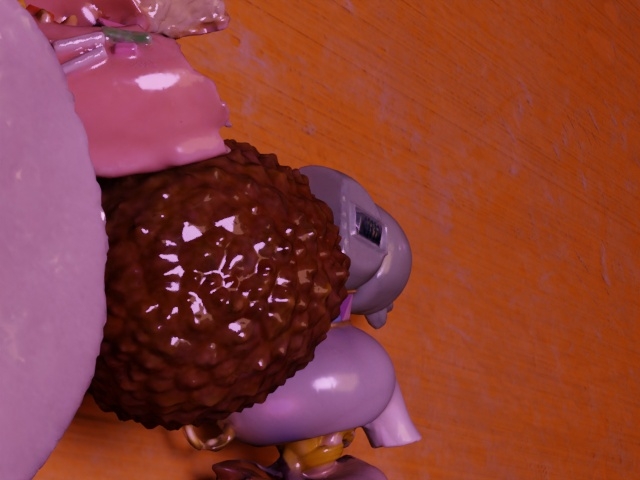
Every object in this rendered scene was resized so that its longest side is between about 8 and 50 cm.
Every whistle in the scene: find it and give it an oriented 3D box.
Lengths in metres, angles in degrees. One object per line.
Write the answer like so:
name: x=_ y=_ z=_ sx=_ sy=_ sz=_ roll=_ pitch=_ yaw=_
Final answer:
whistle: x=0.002 y=0.001 z=1.043 sx=0.253 sy=0.106 sz=0.101 roll=30 pitch=25 yaw=-57

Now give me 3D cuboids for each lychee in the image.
lychee: x=-0.091 y=0.023 z=0.810 sx=0.238 sy=0.200 sz=0.200 roll=-14 pitch=92 yaw=-35

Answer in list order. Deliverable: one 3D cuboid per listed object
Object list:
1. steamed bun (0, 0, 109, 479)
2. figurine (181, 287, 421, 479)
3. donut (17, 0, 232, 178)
steamed bun: x=-0.251 y=-0.001 z=0.561 sx=0.324 sy=0.206 sz=0.324 roll=27 pitch=59 yaw=-55
figurine: x=-0.007 y=0.170 z=0.945 sx=0.190 sy=0.142 sz=0.263 roll=-6 pitch=85 yaw=-25
donut: x=-0.148 y=-0.125 z=0.771 sx=0.233 sy=0.199 sz=0.085 roll=-97 pitch=-169 yaw=-51
